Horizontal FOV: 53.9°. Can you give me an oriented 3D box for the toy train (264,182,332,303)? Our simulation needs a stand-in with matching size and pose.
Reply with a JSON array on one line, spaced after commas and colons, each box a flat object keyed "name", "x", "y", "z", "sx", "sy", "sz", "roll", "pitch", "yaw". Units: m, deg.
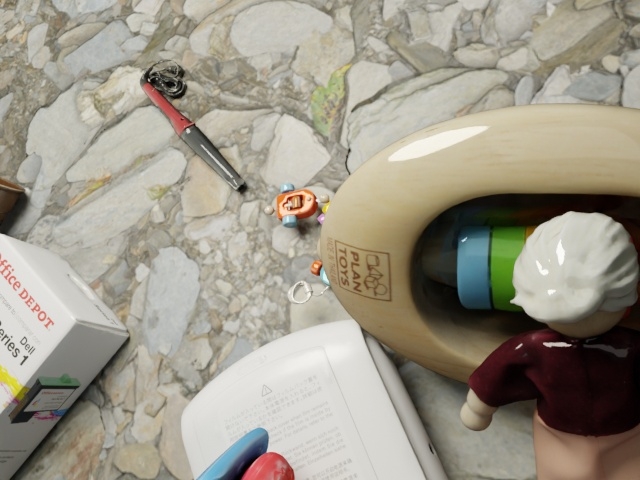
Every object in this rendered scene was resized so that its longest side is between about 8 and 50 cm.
[{"name": "toy train", "x": 0.000, "y": 0.000, "z": 0.789, "sx": 0.125, "sy": 0.046, "sz": 0.166, "roll": -16, "pitch": 65, "yaw": 15}]

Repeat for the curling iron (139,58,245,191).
[{"name": "curling iron", "x": -0.186, "y": -0.172, "z": 0.916, "sx": 0.068, "sy": 0.035, "sz": 0.274, "roll": -38, "pitch": 64, "yaw": 4}]

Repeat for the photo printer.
[{"name": "photo printer", "x": -0.004, "y": 0.252, "z": 0.669, "sx": 0.256, "sy": 0.107, "sz": 0.307, "roll": -29, "pitch": 65, "yaw": 9}]

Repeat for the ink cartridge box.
[{"name": "ink cartridge box", "x": -0.430, "y": 0.161, "z": 0.847, "sx": 0.201, "sy": 0.117, "sz": 0.278, "roll": 38, "pitch": 88, "yaw": 26}]

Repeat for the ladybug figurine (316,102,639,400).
[{"name": "ladybug figurine", "x": 0.215, "y": 0.006, "z": 0.604, "sx": 0.450, "sy": 0.304, "sz": 0.162, "roll": 6, "pitch": 32, "yaw": 20}]

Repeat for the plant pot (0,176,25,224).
[{"name": "plant pot", "x": -0.561, "y": -0.034, "z": 0.944, "sx": 0.167, "sy": 0.167, "sz": 0.165, "roll": 23, "pitch": 89, "yaw": 25}]

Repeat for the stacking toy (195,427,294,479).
[{"name": "stacking toy", "x": 0.023, "y": 0.294, "z": 0.514, "sx": 0.302, "sy": 0.166, "sz": 0.175, "roll": 19, "pitch": 95, "yaw": 13}]

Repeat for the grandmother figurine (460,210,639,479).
[{"name": "grandmother figurine", "x": 0.220, "y": 0.136, "z": 0.524, "sx": 0.208, "sy": 0.104, "sz": 0.342, "roll": -8, "pitch": 115, "yaw": 15}]
